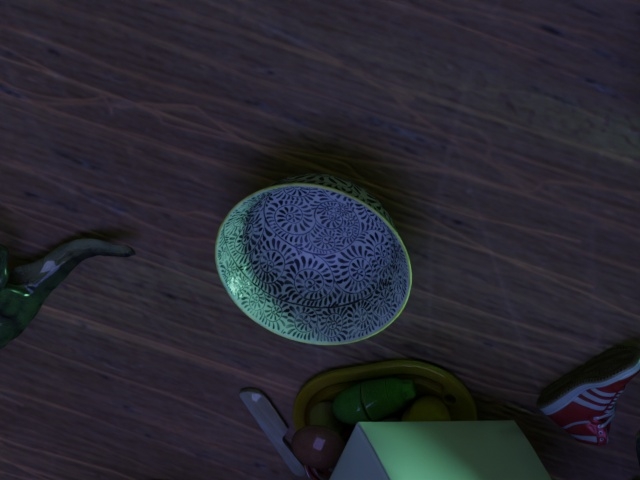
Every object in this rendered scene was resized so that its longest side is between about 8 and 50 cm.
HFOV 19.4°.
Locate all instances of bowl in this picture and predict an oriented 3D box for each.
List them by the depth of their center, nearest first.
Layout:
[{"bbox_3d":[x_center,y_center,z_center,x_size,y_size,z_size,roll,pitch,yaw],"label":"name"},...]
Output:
[{"bbox_3d":[0.000,0.000,1.608,0.170,0.080,0.170,6,127,8],"label":"bowl"}]

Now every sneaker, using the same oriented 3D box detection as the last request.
[{"bbox_3d":[0.257,0.141,1.674,0.067,0.042,0.118,45,131,-15],"label":"sneaker"}]

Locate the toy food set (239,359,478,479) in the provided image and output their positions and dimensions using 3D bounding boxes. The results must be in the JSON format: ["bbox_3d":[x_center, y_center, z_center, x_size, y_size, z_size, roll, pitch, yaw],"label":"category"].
[{"bbox_3d":[0.036,0.187,1.743,0.218,0.071,0.128,-12,122,22],"label":"toy food set"}]

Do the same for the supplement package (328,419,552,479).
[{"bbox_3d":[0.086,0.322,1.683,0.178,0.175,0.293,3,128,-31],"label":"supplement package"}]

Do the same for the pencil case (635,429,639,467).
[{"bbox_3d":[0.373,0.335,1.606,0.184,0.160,0.410,-5,90,-18],"label":"pencil case"}]

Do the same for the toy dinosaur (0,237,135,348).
[{"bbox_3d":[-0.298,0.042,1.729,0.118,0.064,0.268,38,123,-23],"label":"toy dinosaur"}]
